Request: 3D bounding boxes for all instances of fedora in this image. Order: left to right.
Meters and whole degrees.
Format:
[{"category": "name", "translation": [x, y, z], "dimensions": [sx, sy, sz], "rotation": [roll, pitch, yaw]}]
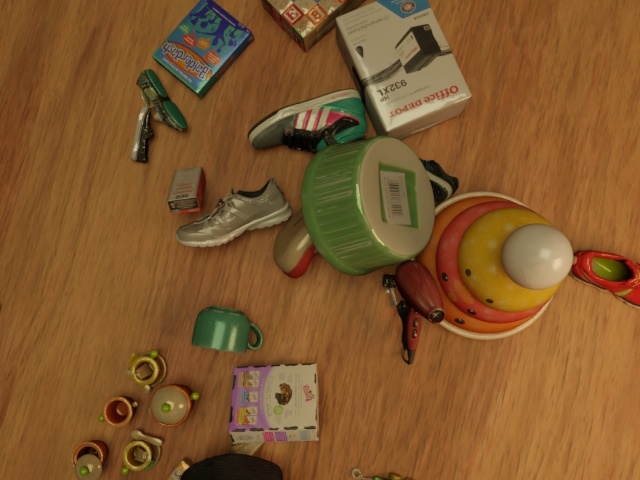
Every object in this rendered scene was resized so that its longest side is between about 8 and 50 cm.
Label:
[{"category": "fedora", "translation": [-0.194, 0.567, 1.312], "dimensions": [0.334, 0.334, 0.152], "rotation": [-10, 52, 1]}]

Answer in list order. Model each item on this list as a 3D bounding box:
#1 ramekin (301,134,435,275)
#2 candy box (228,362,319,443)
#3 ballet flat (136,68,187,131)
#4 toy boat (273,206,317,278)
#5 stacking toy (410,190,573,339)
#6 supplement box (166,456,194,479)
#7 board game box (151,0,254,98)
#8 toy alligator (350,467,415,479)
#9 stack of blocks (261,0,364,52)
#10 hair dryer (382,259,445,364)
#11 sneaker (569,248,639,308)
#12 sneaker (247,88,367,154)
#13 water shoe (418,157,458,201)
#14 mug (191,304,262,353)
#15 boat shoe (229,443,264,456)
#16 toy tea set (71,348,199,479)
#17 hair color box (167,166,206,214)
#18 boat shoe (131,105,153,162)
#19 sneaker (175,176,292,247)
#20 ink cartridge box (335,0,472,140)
[{"category": "ramekin", "translation": [0.117, -0.081, 1.295], "dimensions": [0.148, 0.303, 0.303], "rotation": [-12, 81, 44]}, {"category": "candy box", "translation": [-0.102, 0.371, 1.356], "dimensions": [0.196, 0.070, 0.164], "rotation": [-3, 46, 2]}, {"category": "ballet flat", "translation": [-0.404, -0.340, 1.497], "dimensions": [0.070, 0.070, 0.188], "rotation": [-31, 82, -1]}, {"category": "toy boat", "translation": [0.000, 0.000, 1.413], "dimensions": [0.231, 0.151, 0.151], "rotation": [-48, 113, -3]}, {"category": "stacking toy", "translation": [0.374, 0.034, 1.206], "dimensions": [0.351, 0.480, 0.350], "rotation": [0, 83, 3]}, {"category": "supplement box", "translation": [-0.330, 0.573, 1.401], "dimensions": [0.062, 0.036, 0.098], "rotation": [38, 86, 5]}, {"category": "board game box", "translation": [-0.298, -0.491, 1.508], "dimensions": [0.160, 0.047, 0.210], "rotation": [39, 88, 6]}, {"category": "toy alligator", "translation": [0.161, 0.571, 1.373], "dimensions": [0.190, 0.051, 0.056], "rotation": [16, 84, 4]}, {"category": "stack of blocks", "translation": [0.014, -0.645, 1.491], "dimensions": [0.297, 0.087, 0.171], "rotation": [-41, 84, -2]}, {"category": "hair dryer", "translation": [0.216, 0.154, 1.303], "dimensions": [0.080, 0.293, 0.223], "rotation": [-14, 80, -7]}, {"category": "sneaker", "translation": [0.715, 0.092, 1.367], "dimensions": [0.279, 0.118, 0.107], "rotation": [16, 85, 4]}, {"category": "sneaker", "translation": [-0.014, -0.236, 1.437], "dimensions": [0.296, 0.124, 0.178], "rotation": [-21, 74, -1]}, {"category": "water shoe", "translation": [0.242, -0.169, 1.450], "dimensions": [0.203, 0.073, 0.080], "rotation": [40, 47, 17]}, {"category": "mug", "translation": [-0.223, 0.208, 1.401], "dimensions": [0.129, 0.158, 0.097], "rotation": [5, 81, 27]}, {"category": "boat shoe", "translation": [-0.146, 0.446, 1.394], "dimensions": [0.059, 0.063, 0.170], "rotation": [43, 88, 0]}, {"category": "toy tea set", "translation": [-0.437, 0.430, 1.376], "dimensions": [0.200, 0.124, 0.336], "rotation": [33, 86, 5]}, {"category": "hair color box", "translation": [-0.321, -0.121, 1.428], "dimensions": [0.072, 0.141, 0.043], "rotation": [-7, 127, 2]}, {"category": "boat shoe", "translation": [-0.440, -0.264, 1.486], "dimensions": [0.040, 0.049, 0.142], "rotation": [14, 100, -6]}, {"category": "sneaker", "translation": [-0.216, -0.070, 1.419], "dimensions": [0.281, 0.105, 0.115], "rotation": [-21, 113, -10]}, {"category": "ink cartridge box", "translation": [0.195, -0.420, 1.438], "dimensions": [0.223, 0.129, 0.307], "rotation": [-23, 84, -1]}]
